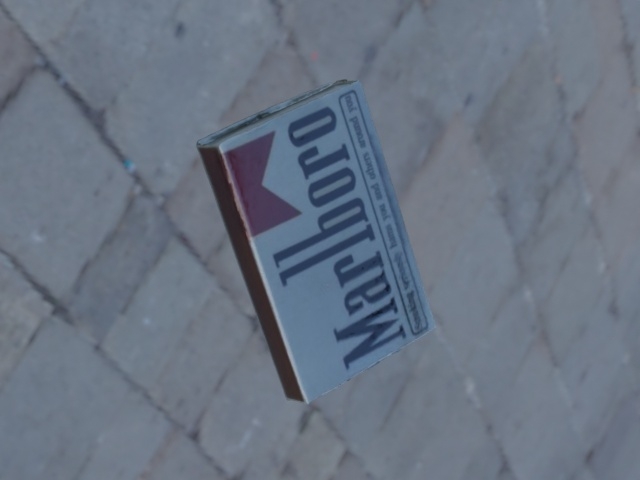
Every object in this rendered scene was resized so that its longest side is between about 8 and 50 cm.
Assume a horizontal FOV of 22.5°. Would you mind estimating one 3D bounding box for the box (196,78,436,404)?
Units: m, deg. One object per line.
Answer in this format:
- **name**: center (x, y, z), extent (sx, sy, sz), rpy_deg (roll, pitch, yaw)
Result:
- **box**: center (0.000, 0.000, 1.019), extent (0.115, 0.036, 0.177), rpy_deg (-26, 107, -29)
